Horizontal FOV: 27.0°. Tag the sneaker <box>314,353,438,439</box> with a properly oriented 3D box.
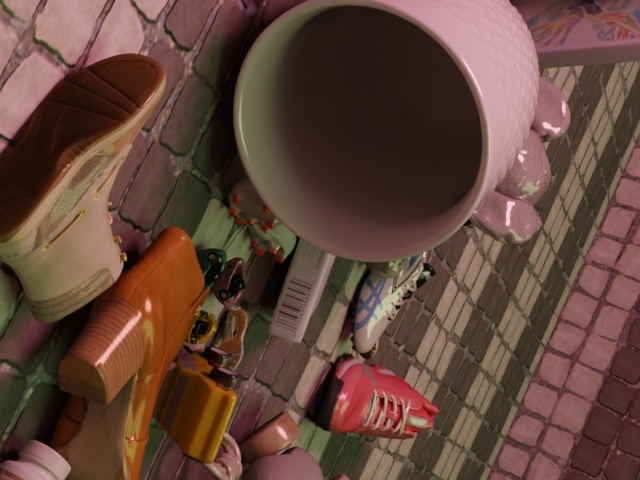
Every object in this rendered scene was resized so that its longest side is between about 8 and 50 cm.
[{"bbox_3d":[0.098,0.250,2.052,0.314,0.136,0.115,10,101,-68],"label":"sneaker"}]

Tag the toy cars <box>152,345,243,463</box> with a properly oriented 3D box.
[{"bbox_3d":[-0.159,0.248,1.392,0.176,0.087,0.393,122,-17,-45],"label":"toy cars"}]

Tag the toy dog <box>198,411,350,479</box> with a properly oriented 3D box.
[{"bbox_3d":[-0.090,0.346,1.678,0.161,0.220,0.334,-41,159,21],"label":"toy dog"}]

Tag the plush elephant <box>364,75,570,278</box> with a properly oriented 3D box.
[{"bbox_3d":[0.205,-0.092,1.805,0.271,0.255,0.330,-59,157,-21],"label":"plush elephant"}]

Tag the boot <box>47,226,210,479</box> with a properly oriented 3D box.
[{"bbox_3d":[-0.183,0.145,1.335,0.211,0.104,0.295,-54,161,-47],"label":"boot"}]

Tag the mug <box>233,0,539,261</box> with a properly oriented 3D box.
[{"bbox_3d":[0.082,-0.205,1.434,0.328,0.276,0.374,-42,115,-58],"label":"mug"}]

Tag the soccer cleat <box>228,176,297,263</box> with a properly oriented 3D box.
[{"bbox_3d":[-0.058,-0.040,1.503,0.196,0.068,0.076,73,38,-69],"label":"soccer cleat"}]

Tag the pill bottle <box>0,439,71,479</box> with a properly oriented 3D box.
[{"bbox_3d":[-0.285,0.246,1.230,0.120,0.067,0.067,-56,156,-28],"label":"pill bottle"}]

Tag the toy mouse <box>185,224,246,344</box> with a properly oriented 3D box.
[{"bbox_3d":[-0.119,0.044,1.477,0.161,0.031,0.143,0,111,-68],"label":"toy mouse"}]

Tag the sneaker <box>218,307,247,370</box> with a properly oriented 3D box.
[{"bbox_3d":[-0.104,0.122,1.578,0.037,0.032,0.083,107,1,-80],"label":"sneaker"}]

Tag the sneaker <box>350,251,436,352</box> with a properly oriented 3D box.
[{"bbox_3d":[0.115,0.063,1.982,0.237,0.086,0.085,-63,160,-9],"label":"sneaker"}]

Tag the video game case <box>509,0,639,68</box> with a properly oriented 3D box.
[{"bbox_3d":[0.398,-0.354,1.946,0.300,0.329,0.036,-54,128,-32],"label":"video game case"}]

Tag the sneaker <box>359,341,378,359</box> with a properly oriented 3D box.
[{"bbox_3d":[0.082,0.144,2.055,0.035,0.031,0.083,-27,135,-60],"label":"sneaker"}]

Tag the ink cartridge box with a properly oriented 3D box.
[{"bbox_3d":[0.000,0.000,1.665,0.224,0.045,0.223,-53,163,-81],"label":"ink cartridge box"}]

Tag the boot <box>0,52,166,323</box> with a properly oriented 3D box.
[{"bbox_3d":[-0.197,-0.043,1.145,0.213,0.077,0.165,-52,154,-22],"label":"boot"}]
